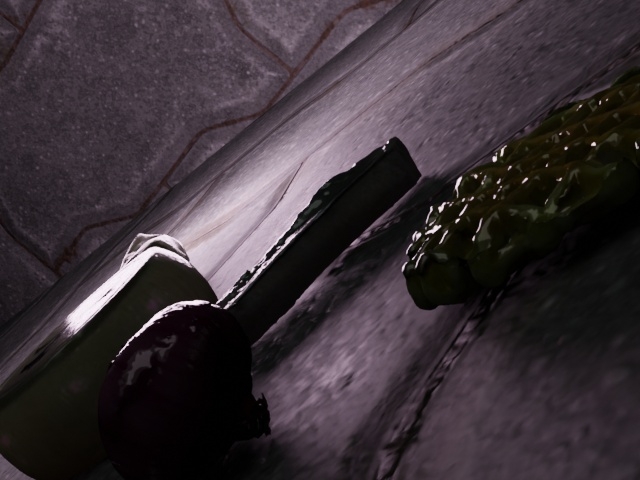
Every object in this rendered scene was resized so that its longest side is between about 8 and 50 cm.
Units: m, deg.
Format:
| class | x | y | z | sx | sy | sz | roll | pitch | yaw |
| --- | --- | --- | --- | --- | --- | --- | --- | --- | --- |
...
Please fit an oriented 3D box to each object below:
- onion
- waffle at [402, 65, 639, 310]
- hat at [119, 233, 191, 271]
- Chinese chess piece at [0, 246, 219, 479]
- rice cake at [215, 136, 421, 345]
| class | x | y | z | sx | sy | sz | roll | pitch | yaw |
| --- | --- | --- | --- | --- | --- | --- | --- | --- | --- |
| onion | -0.075 | 0.091 | 0.630 | 0.105 | 0.115 | 0.115 | 13 | 39 | 20 |
| waffle | 0.120 | -0.034 | 0.567 | 0.183 | 0.036 | 0.169 | -33 | 11 | 30 |
| hat | -0.195 | 0.053 | 1.271 | 0.166 | 0.081 | 0.122 | 125 | 149 | -72 |
| Chinese chess piece | -0.191 | 0.108 | 0.947 | 0.238 | 0.092 | 0.238 | -40 | 12 | 10 |
| rice cake | 0.000 | 0.000 | 0.833 | 0.206 | 0.047 | 0.036 | -46 | 27 | -12 |
